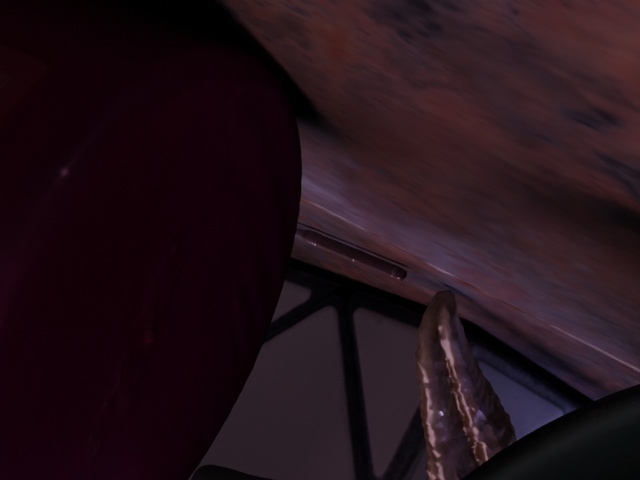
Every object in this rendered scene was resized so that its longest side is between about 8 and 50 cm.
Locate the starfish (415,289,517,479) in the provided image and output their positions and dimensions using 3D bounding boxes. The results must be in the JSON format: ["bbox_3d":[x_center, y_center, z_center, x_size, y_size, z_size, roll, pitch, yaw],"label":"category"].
[{"bbox_3d":[0.100,0.252,0.894,0.384,0.398,0.132,39,-177,-35],"label":"starfish"}]

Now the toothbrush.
[{"bbox_3d":[0.000,0.000,0.860,0.097,0.006,0.008,22,168,36],"label":"toothbrush"}]

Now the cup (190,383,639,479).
[{"bbox_3d":[0.158,0.184,0.603,0.401,0.310,0.392,56,-169,24],"label":"cup"}]

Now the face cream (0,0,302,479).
[{"bbox_3d":[-0.129,-0.008,0.584,0.195,0.175,0.175,23,172,21],"label":"face cream"}]

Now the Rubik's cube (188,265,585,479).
[{"bbox_3d":[0.034,0.151,1.027,0.205,0.207,0.205,34,170,-37],"label":"Rubik's cube"}]
